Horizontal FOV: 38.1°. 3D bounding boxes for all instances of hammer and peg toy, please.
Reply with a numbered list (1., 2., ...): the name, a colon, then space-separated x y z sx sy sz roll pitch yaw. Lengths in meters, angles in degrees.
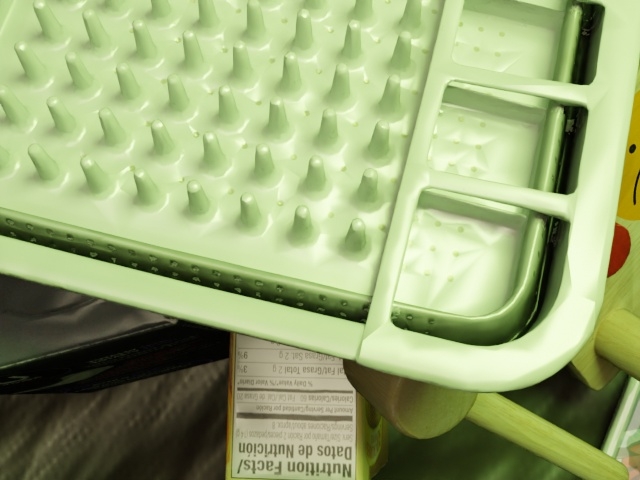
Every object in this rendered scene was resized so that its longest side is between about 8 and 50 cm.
1. hammer and peg toy: 0.169 -0.017 0.582 0.361 0.266 0.127 -48 38 -5

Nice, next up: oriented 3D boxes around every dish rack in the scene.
1. dish rack: -0.024 -0.086 0.449 0.332 0.072 0.286 13 70 4

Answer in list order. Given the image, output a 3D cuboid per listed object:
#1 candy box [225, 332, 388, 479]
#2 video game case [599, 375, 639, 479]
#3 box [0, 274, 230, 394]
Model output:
1. candy box: 0.000 0.000 0.638 0.087 0.183 0.317 -1 82 9
2. video game case: 0.310 0.125 0.656 0.183 0.023 0.201 22 86 11
3. box: -0.144 0.016 0.612 0.165 0.270 0.143 -15 80 5
